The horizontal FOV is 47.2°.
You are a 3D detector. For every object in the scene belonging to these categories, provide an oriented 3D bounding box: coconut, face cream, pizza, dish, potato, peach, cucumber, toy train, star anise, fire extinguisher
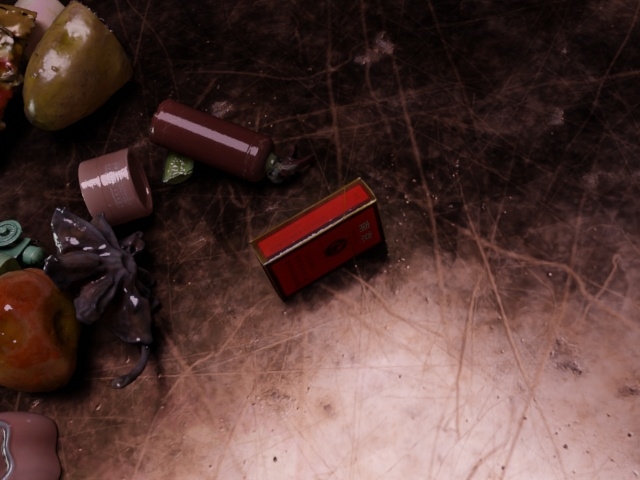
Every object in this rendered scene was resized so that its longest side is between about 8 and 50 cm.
[{"bbox_3d":[-0.694,-0.506,1.812,0.170,0.171,0.183,-3,62,10],"label":"coconut"},{"bbox_3d":[-0.425,-0.109,1.529,0.104,0.149,0.149,-17,59,1],"label":"face cream"},{"bbox_3d":[-0.812,-0.325,1.643,0.439,0.130,0.406,-19,99,-17],"label":"pizza"},{"bbox_3d":[-0.579,0.396,1.306,0.213,0.090,0.213,-5,60,8],"label":"dish"},{"bbox_3d":[-0.583,-0.375,1.683,0.229,0.229,0.266,25,64,23],"label":"potato"},{"bbox_3d":[-0.545,0.175,1.372,0.214,0.214,0.236,-26,90,-4],"label":"peach"},{"bbox_3d":[-0.299,-0.213,1.626,0.070,0.046,0.220,-2,62,8],"label":"cucumber"},{"bbox_3d":[-0.721,0.040,1.521,0.307,0.126,0.190,13,64,17],"label":"toy train"},{"bbox_3d":[-0.416,0.085,1.381,0.139,0.316,0.359,-38,14,21],"label":"star anise"},{"bbox_3d":[-0.181,-0.208,1.554,0.337,0.106,0.147,22,48,7],"label":"fire extinguisher"}]

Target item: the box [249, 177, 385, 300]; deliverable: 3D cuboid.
[{"bbox_3d":[0.000,0.001,1.377,0.239,0.153,0.074,-31,55,-6],"label":"box"}]
